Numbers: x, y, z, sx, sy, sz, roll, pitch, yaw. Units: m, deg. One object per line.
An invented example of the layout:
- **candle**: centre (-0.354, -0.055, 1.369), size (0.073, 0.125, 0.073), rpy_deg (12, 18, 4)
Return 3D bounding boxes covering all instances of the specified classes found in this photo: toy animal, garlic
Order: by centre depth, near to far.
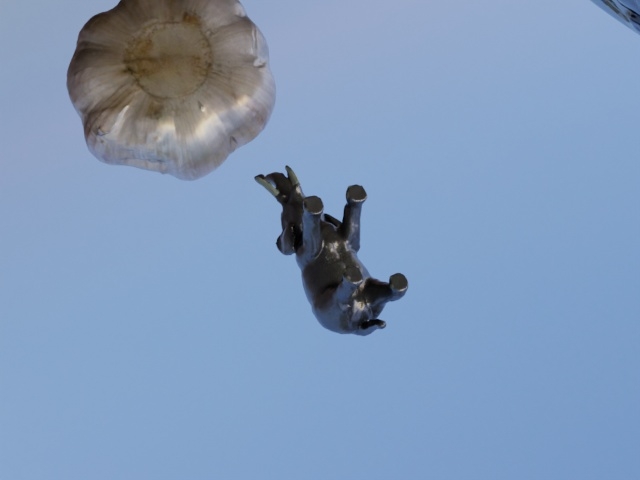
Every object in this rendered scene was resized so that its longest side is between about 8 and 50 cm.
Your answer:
- **garlic**: centre (-0.152, -0.149, 1.136), size (0.218, 0.218, 0.212), rpy_deg (-33, 167, -7)
- **toy animal**: centre (0.001, -0.007, 1.207), size (0.082, 0.269, 0.137), rpy_deg (-18, 153, -29)

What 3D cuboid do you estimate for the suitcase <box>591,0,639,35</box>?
- **suitcase**: centre (0.281, -0.261, 0.749), size (0.194, 0.351, 0.339), rpy_deg (-46, -133, 6)
